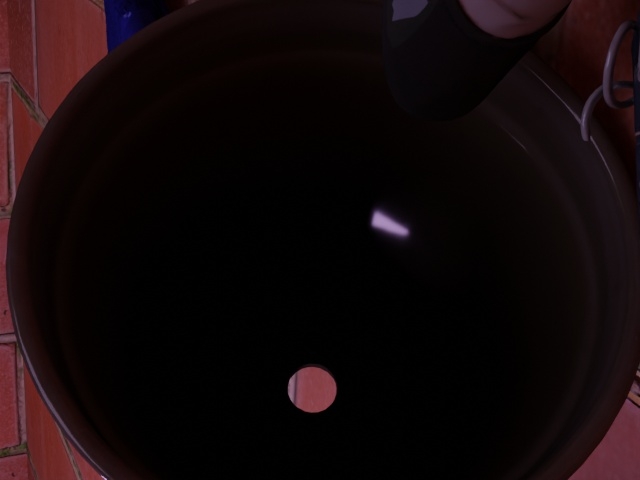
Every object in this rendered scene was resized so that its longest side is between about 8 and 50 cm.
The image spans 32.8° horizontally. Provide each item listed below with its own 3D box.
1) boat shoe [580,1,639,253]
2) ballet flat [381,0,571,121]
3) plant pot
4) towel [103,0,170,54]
[{"bbox_3d":[0.167,-0.083,0.456,0.079,0.095,0.254,-157,65,-63],"label":"boat shoe"},{"bbox_3d":[0.104,-0.182,0.498,0.096,0.095,0.280,43,117,61],"label":"ballet flat"},{"bbox_3d":[-0.002,0.054,0.666,0.280,0.323,0.323,99,157,-65],"label":"plant pot"},{"bbox_3d":[-0.189,-0.162,1.286,0.228,0.076,0.308,100,152,-47],"label":"towel"}]
